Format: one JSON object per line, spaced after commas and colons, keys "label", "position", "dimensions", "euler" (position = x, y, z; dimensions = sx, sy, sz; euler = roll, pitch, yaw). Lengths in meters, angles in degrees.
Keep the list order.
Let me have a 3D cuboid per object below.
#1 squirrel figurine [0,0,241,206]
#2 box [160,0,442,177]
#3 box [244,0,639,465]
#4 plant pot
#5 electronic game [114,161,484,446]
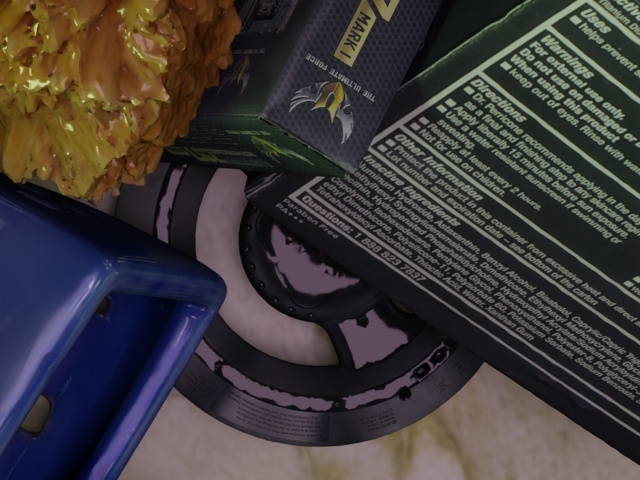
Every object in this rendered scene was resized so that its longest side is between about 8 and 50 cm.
{"label": "squirrel figurine", "position": [-0.127, -0.187, 0.672], "dimensions": [0.281, 0.370, 0.397], "euler": [-25, 132, 20]}
{"label": "box", "position": [-0.018, -0.125, 0.874], "dimensions": [0.059, 0.233, 0.183], "euler": [32, 79, -25]}
{"label": "box", "position": [0.179, -0.060, 0.872], "dimensions": [0.296, 0.294, 0.182], "euler": [34, 54, -20]}
{"label": "plant pot", "position": [-0.210, 0.059, 0.868], "dimensions": [0.212, 0.236, 0.236], "euler": [31, 91, 11]}
{"label": "electronic game", "position": [0.000, 0.000, 1.002], "dimensions": [0.229, 0.048, 0.229], "euler": [0, 89, -8]}
